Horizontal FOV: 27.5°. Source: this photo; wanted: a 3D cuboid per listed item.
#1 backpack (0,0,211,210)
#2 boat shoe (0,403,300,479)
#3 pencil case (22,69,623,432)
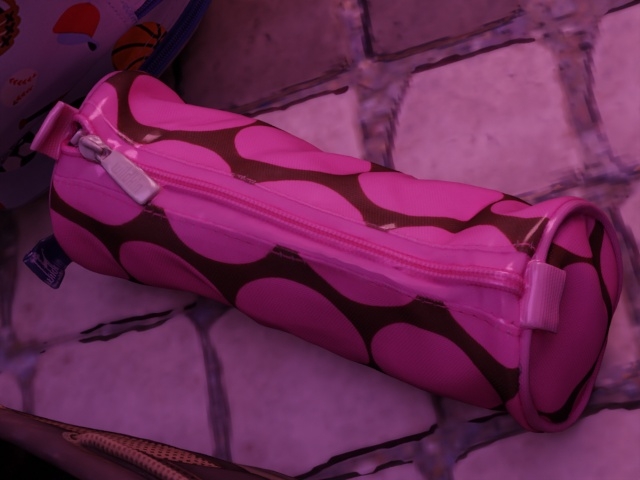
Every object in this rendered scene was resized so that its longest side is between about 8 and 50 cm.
[{"bbox_3d":[-0.149,-0.160,0.535,0.263,0.213,0.276,-46,66,3],"label":"backpack"},{"bbox_3d":[-0.152,0.098,0.457,0.356,0.130,0.132,1,66,19],"label":"boat shoe"},{"bbox_3d":[0.000,0.000,0.472,0.209,0.098,0.095,16,72,24],"label":"pencil case"}]
